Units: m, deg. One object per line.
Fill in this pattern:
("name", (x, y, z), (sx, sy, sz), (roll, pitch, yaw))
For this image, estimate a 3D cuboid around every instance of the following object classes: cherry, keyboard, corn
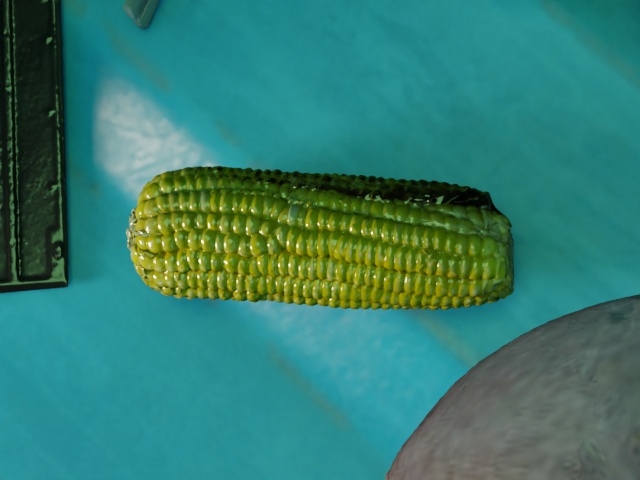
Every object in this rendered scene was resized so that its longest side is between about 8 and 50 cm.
("cherry", (0.154, 0.129, 0.780), (0.266, 0.183, 0.213), (13, 66, 24))
("keyboard", (-0.174, -0.068, 0.958), (0.064, 0.010, 0.198), (-5, 78, 6))
("corn", (0.000, 0.000, 0.890), (0.203, 0.072, 0.072), (4, 79, 8))

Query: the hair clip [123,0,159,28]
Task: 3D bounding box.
("hair clip", (-0.088, -0.177, 0.957), (0.039, 0.030, 0.115), (29, 84, 14))
